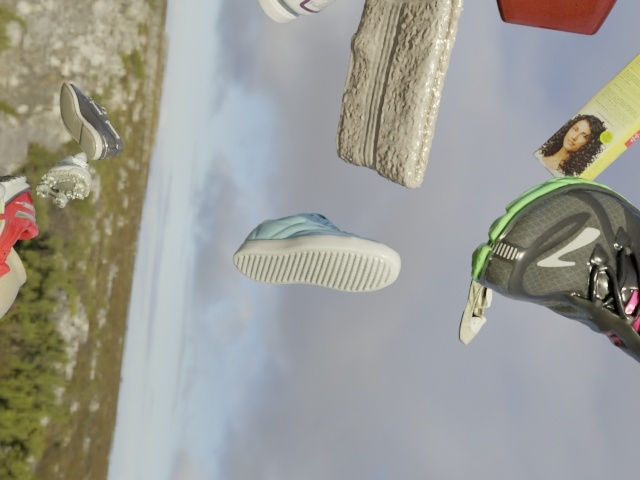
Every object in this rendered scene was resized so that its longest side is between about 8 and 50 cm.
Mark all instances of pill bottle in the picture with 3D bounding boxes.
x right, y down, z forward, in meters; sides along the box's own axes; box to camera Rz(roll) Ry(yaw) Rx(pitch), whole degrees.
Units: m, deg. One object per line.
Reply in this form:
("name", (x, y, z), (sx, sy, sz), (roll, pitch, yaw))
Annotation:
("pill bottle", (-0.010, -0.644, 1.966), (0.301, 0.169, 0.169), (-23, -125, 38))

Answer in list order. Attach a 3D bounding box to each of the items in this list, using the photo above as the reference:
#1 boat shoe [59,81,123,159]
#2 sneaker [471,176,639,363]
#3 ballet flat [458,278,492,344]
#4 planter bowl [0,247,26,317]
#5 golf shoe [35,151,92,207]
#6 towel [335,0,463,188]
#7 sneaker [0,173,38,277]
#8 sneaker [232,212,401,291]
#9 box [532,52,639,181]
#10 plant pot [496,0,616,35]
("boat shoe", (-0.429, -0.222, 1.532), (0.206, 0.065, 0.075), (53, -48, 33))
("sneaker", (0.406, 0.057, 1.057), (0.185, 0.482, 0.202), (-64, -151, 21))
("ballet flat", (0.352, 0.157, 1.852), (0.052, 0.057, 0.168), (13, -88, 44))
("planter bowl", (-0.527, 0.052, 1.271), (0.162, 0.109, 0.162), (30, -41, 30))
("golf shoe", (-0.392, -0.108, 1.287), (0.176, 0.069, 0.086), (-6, -126, 56))
("towel", (0.106, -0.229, 1.182), (0.187, 0.049, 0.282), (31, -63, 52))
("sneaker", (-0.433, 0.001, 1.024), (0.279, 0.107, 0.118), (-54, 132, -65))
("sneaker", (0.000, 0.000, 1.577), (0.150, 0.365, 0.135), (-63, 141, -31))
("box", (0.445, -0.180, 1.264), (0.232, 0.058, 0.087), (-46, -120, 16))
("plant pot", (0.447, -0.534, 1.506), (0.236, 0.267, 0.267), (87, 22, -46))
